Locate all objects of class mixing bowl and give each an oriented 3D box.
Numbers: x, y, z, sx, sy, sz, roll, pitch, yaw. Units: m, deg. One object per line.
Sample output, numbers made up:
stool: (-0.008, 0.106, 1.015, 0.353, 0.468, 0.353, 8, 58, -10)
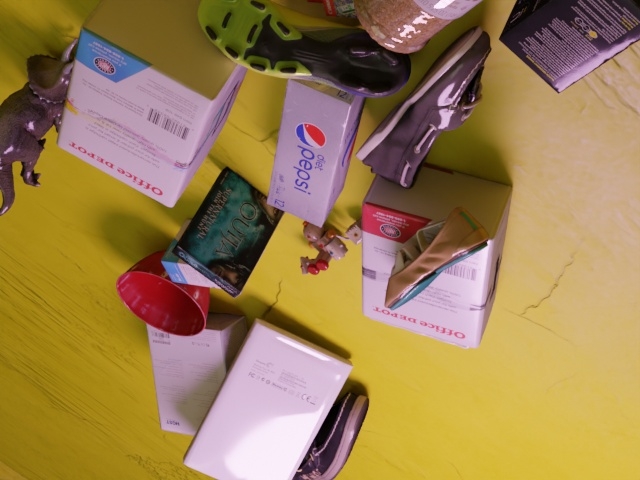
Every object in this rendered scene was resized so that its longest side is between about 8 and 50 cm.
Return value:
mixing bowl: (-0.273, 0.083, 2.137, 0.181, 0.098, 0.181, 18, 144, 14)

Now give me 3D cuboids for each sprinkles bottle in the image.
sprinkles bottle: (0.180, -0.340, 1.293, 0.121, 0.121, 0.355, 38, 144, -15)

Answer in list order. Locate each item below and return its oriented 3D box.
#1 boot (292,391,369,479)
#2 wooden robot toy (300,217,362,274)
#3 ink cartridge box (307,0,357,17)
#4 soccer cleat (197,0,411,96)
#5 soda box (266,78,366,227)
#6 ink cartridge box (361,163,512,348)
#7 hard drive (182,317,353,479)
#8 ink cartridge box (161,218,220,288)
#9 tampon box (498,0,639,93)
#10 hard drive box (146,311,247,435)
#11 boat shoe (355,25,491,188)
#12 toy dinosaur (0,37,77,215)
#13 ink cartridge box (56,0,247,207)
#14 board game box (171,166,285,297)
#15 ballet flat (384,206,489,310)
boot: (-0.073, 0.366, 2.339, 0.284, 0.138, 0.377, 29, 148, 1)
wooden robot toy: (0.000, 0.000, 1.885, 0.079, 0.076, 0.173, 48, 141, -10)
ink cartridge box: (0.024, -0.321, 1.496, 0.115, 0.029, 0.063, 9, 141, 24)
soccer cleat: (-0.021, -0.256, 1.526, 0.289, 0.121, 0.093, 18, 106, 1)
soda box: (-0.003, -0.148, 1.677, 0.098, 0.091, 0.286, 23, 144, 8)
ink cartridge box: (0.171, 0.022, 1.756, 0.197, 0.114, 0.273, 16, 142, 15)
hard drive: (-0.099, 0.321, 2.170, 0.203, 0.040, 0.308, 26, 101, -12)
ink cartridge box: (-0.169, 0.027, 1.993, 0.180, 0.104, 0.060, 7, 140, 27)
tampon box: (0.302, -0.267, 1.303, 0.101, 0.120, 0.161, 39, 143, -14)
hard drive box: (-0.230, 0.259, 2.250, 0.181, 0.089, 0.232, 5, 108, 29)
boat shoe: (0.156, -0.168, 1.531, 0.095, 0.112, 0.335, 39, 150, -4)
toy dinosaur: (-0.470, -0.182, 1.847, 0.121, 0.313, 0.160, 40, 177, 29)
ink cartridge box: (-0.226, -0.225, 1.635, 0.198, 0.197, 0.270, 29, 144, -2)
board game box: (-0.143, -0.015, 1.853, 0.126, 0.186, 0.026, 37, 142, -14)
ballet flat: (0.151, 0.023, 1.630, 0.073, 0.080, 0.232, 58, 138, 7)
